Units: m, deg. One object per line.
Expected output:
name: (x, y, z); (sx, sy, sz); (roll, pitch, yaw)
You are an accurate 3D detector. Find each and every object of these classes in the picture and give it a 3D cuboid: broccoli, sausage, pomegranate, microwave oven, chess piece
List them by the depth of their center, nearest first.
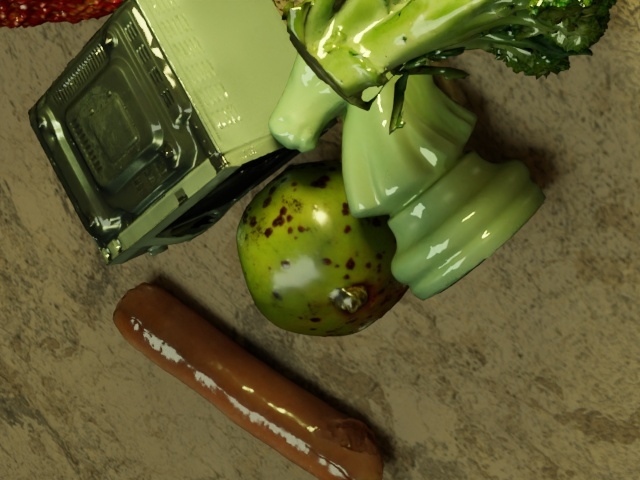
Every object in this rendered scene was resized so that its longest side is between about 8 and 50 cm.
broccoli: (0.105, -0.230, 1.348); (0.304, 0.283, 0.321); (44, 175, 25)
chess piece: (0.069, -0.100, 1.594); (0.298, 0.176, 0.176); (51, 142, -2)
microwave oven: (-0.163, -0.131, 1.737); (0.295, 0.181, 0.237); (-34, 84, 53)
pomegranate: (-0.006, 0.010, 1.756); (0.246, 0.198, 0.198); (0, 125, 59)
sausage: (-0.091, 0.191, 2.077); (0.419, 0.094, 0.094); (33, 171, 15)

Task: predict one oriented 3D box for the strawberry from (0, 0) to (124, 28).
strawberry: (-0.309, -0.345, 1.679); (0.257, 0.261, 0.261); (41, 143, 17)
